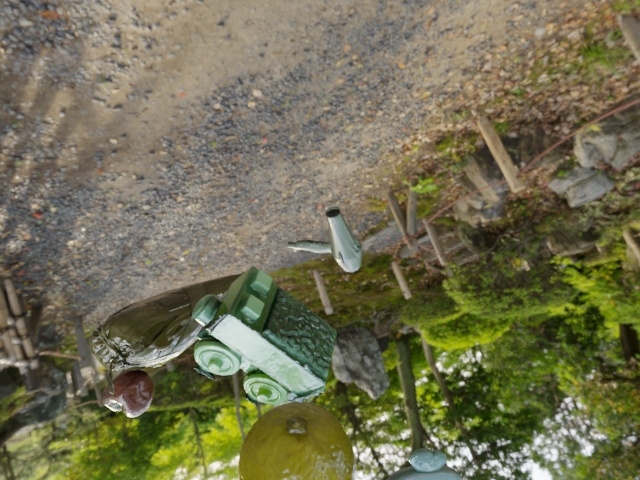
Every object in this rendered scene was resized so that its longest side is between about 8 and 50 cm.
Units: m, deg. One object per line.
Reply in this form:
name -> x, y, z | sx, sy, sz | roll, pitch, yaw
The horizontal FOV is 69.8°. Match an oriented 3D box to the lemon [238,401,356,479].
lemon -> -0.047, 0.471, 0.946 | 0.267, 0.267, 0.267 | -20, 168, -5

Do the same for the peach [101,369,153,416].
peach -> -0.618, 0.494, 1.502 | 0.152, 0.152, 0.152 | -20, 168, -5

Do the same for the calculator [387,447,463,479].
calculator -> 0.215, 0.569, 0.976 | 0.185, 0.299, 0.041 | -1, -167, -10

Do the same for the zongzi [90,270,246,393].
zongzi -> -0.465, 0.213, 1.450 | 0.467, 0.218, 0.500 | -43, 174, -7

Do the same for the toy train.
toy train -> -0.103, 0.185, 0.849 | 0.188, 0.271, 0.159 | -39, -161, 34

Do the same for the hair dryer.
hair dryer -> 0.014, -0.015, 1.251 | 0.224, 0.088, 0.219 | 19, 143, 11
